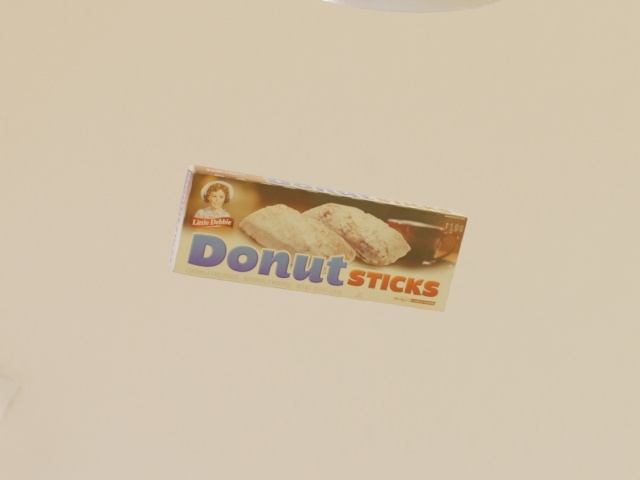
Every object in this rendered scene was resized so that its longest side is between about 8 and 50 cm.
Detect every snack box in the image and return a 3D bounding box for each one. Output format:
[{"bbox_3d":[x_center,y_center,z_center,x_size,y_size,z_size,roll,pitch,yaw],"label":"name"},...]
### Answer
[{"bbox_3d":[0.000,0.000,0.809,0.178,0.022,0.064,9,-76,-18],"label":"snack box"}]

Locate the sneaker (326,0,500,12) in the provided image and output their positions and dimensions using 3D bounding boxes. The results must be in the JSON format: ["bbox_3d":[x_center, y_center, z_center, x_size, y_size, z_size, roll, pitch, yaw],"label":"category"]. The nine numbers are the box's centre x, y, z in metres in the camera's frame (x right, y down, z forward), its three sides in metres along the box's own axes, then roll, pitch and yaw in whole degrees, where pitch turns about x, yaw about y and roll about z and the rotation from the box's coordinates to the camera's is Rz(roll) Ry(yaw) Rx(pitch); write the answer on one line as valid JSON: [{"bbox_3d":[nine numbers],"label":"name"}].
[{"bbox_3d":[-0.002,-0.185,0.637,0.094,0.258,0.091,-35,-43,-27],"label":"sneaker"}]
